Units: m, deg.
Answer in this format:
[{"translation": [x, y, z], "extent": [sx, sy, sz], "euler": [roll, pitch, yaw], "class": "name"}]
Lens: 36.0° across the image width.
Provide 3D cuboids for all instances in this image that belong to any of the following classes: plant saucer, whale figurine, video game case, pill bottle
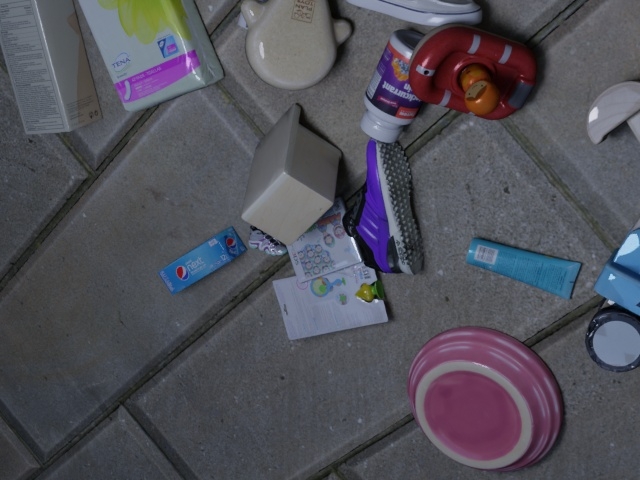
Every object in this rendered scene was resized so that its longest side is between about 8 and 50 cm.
[{"translation": [0.324, 0.341, 2.018], "extent": [0.332, 0.084, 0.332], "euler": [12, 118, 25], "class": "plant saucer"}, {"translation": [-0.048, -0.423, 1.872], "extent": [0.216, 0.141, 0.271], "euler": [9, 99, -12], "class": "whale figurine"}, {"translation": [0.000, 0.000, 2.059], "extent": [0.157, 0.019, 0.143], "euler": [-20, 86, 26], "class": "video game case"}, {"translation": [0.145, -0.282, 1.827], "extent": [0.108, 0.108, 0.193], "euler": [33, 124, 13], "class": "pill bottle"}]

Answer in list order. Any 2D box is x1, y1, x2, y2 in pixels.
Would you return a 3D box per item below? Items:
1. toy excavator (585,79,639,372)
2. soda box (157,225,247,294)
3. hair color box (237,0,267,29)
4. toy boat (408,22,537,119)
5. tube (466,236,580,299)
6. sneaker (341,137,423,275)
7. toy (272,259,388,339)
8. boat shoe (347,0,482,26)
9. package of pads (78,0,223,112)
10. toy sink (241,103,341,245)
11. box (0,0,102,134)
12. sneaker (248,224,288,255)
[{"translation": [0.590, 0.003, 1.669], "extent": [0.433, 0.222, 0.445], "euler": [30, 109, 16], "class": "toy excavator"}, {"translation": [-0.270, 0.047, 2.233], "extent": [0.210, 0.071, 0.067], "euler": [-29, 95, 36], "class": "soda box"}, {"translation": [-0.107, -0.476, 1.925], "extent": [0.072, 0.043, 0.141], "euler": [30, 122, 15], "class": "hair color box"}, {"translation": [0.266, -0.271, 1.689], "extent": [0.231, 0.151, 0.151], "euler": [13, 127, -17], "class": "toy boat"}, {"translation": [0.384, 0.048, 1.878], "extent": [0.207, 0.052, 0.080], "euler": [18, 124, 16], "class": "tube"}, {"translation": [0.104, -0.064, 1.951], "extent": [0.146, 0.102, 0.293], "euler": [-1, 111, 31], "class": "sneaker"}, {"translation": [0.027, 0.124, 2.107], "extent": [0.237, 0.056, 0.136], "euler": [-13, 96, 27], "class": "toy"}, {"translation": [0.166, -0.448, 1.756], "extent": [0.268, 0.096, 0.088], "euler": [23, 126, 29], "class": "boat shoe"}, {"translation": [-0.361, -0.434, 2.054], "extent": [0.229, 0.101, 0.296], "euler": [-14, 103, 32], "class": "package of pads"}, {"translation": [-0.052, -0.132, 1.976], "extent": [0.131, 0.234, 0.153], "euler": [31, 128, -21], "class": "toy sink"}, {"translation": [-0.612, -0.403, 2.197], "extent": [0.148, 0.121, 0.311], "euler": [2, 112, 29], "class": "box"}, {"translation": [-0.115, -0.008, 2.140], "extent": [0.098, 0.038, 0.069], "euler": [14, 118, 24], "class": "sneaker"}]
